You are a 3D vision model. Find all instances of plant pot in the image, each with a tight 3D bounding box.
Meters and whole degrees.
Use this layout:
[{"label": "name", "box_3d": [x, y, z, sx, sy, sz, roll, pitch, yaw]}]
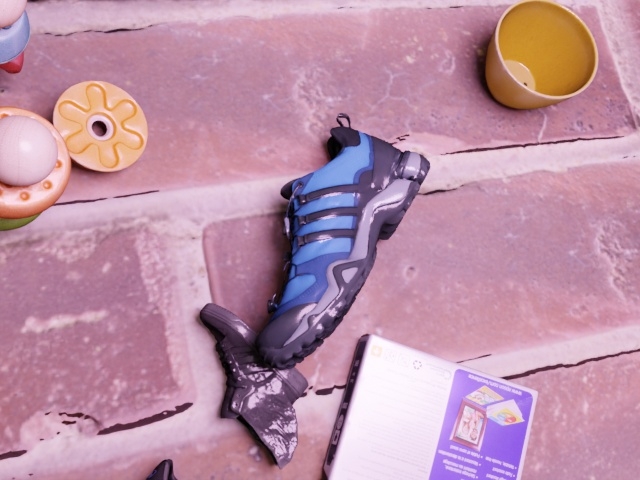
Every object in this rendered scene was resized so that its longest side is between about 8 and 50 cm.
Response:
[{"label": "plant pot", "box_3d": [0.263, -0.220, 0.796, 0.134, 0.095, 0.134, 3, 75, -11]}]

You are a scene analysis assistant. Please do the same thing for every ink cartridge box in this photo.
[{"label": "ink cartridge box", "box_3d": [0.115, 0.231, 0.677, 0.206, 0.045, 0.208, 20, 72, -6]}]

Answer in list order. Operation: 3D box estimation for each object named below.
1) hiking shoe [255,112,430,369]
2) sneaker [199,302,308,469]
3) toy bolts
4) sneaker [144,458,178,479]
[{"label": "hiking shoe", "box_3d": [0.000, 0.000, 0.688, 0.132, 0.113, 0.304, 30, 60, 6]}, {"label": "sneaker", "box_3d": [-0.079, 0.149, 0.656, 0.170, 0.051, 0.089, 41, 67, -2]}, {"label": "toy bolts", "box_3d": [-0.267, -0.151, 0.596, 0.218, 0.158, 0.229, -30, 99, -35]}, {"label": "sneaker", "box_3d": [-0.075, 0.295, 0.604, 0.232, 0.081, 0.090, 25, 80, -3]}]
